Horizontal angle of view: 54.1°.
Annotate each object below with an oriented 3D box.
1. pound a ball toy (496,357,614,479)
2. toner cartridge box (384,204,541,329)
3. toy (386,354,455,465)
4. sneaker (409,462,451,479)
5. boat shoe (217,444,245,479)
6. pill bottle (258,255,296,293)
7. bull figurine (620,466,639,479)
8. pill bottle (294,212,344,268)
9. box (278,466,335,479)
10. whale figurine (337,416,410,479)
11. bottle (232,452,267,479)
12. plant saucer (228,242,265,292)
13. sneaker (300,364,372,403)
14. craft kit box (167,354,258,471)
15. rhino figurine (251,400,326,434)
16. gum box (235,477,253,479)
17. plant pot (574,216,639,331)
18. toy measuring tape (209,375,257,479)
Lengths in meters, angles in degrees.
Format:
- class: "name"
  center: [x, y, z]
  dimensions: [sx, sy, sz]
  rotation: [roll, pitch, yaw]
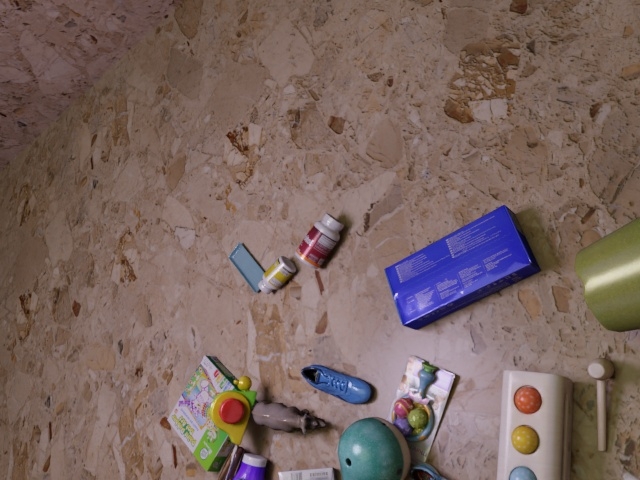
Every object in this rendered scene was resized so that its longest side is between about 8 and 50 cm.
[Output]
- class: "pound a ball toy"
  center: [0.470, 0.387, 1.271]
  dimensions: [0.208, 0.136, 0.319]
  rotation: [-2, 73, 38]
- class: "toner cartridge box"
  center: [0.336, 0.072, 1.528]
  dimensions: [0.348, 0.075, 0.165]
  rotation: [-30, 57, 26]
- class: "toy"
  center: [0.220, 0.407, 1.510]
  dimensions: [0.137, 0.056, 0.237]
  rotation: [19, 86, 41]
- class: "sneaker"
  center: [0.266, 0.559, 1.407]
  dimensions: [0.162, 0.073, 0.063]
  rotation: [20, 87, 36]
- class: "boat shoe"
  center: [-0.257, 0.683, 1.782]
  dimensions: [0.073, 0.073, 0.207]
  rotation: [26, 94, 3]
- class: "pill bottle"
  center: [-0.133, 0.107, 1.887]
  dimensions: [0.116, 0.065, 0.065]
  rotation: [-45, 52, 16]
- class: "bull figurine"
  center: [0.642, 0.505, 1.119]
  dimensions: [0.188, 0.101, 0.310]
  rotation: [1, 72, 42]
- class: "pill bottle"
  center: [0.000, 0.000, 1.808]
  dimensions: [0.086, 0.086, 0.152]
  rotation: [41, 100, 39]
- class: "box"
  center: [-0.029, 0.676, 1.581]
  dimensions: [0.145, 0.038, 0.186]
  rotation: [-8, 66, 6]
- class: "whale figurine"
  center: [0.101, 0.555, 1.482]
  dimensions: [0.216, 0.141, 0.272]
  rotation: [29, 108, 44]
- class: "bottle"
  center: [-0.211, 0.729, 1.705]
  dimensions: [0.118, 0.092, 0.283]
  rotation: [7, 78, 31]
- class: "plant saucer"
  center: [-0.228, 0.087, 2.000]
  dimensions: [0.067, 0.018, 0.192]
  rotation: [-52, 50, 11]
- class: "sneaker"
  center: [0.037, 0.378, 1.648]
  dimensions: [0.209, 0.082, 0.069]
  rotation: [12, 80, 39]
- class: "craft kit box"
  center: [-0.331, 0.519, 1.903]
  dimensions: [0.250, 0.061, 0.246]
  rotation: [34, 98, 41]
- class: "rhino figurine"
  center: [-0.083, 0.480, 1.686]
  dimensions: [0.243, 0.106, 0.073]
  rotation: [0, 75, 38]
- class: "gum box"
  center: [-0.141, 0.714, 1.629]
  dimensions: [0.184, 0.041, 0.157]
  rotation: [7, 76, 5]
- class: "plant pot"
  center: [0.645, 0.054, 1.194]
  dimensions: [0.254, 0.276, 0.276]
  rotation: [-29, 58, 40]
- class: "toy measuring tape"
  center: [-0.269, 0.530, 1.727]
  dimensions: [0.121, 0.121, 0.330]
  rotation: [5, 70, 39]
